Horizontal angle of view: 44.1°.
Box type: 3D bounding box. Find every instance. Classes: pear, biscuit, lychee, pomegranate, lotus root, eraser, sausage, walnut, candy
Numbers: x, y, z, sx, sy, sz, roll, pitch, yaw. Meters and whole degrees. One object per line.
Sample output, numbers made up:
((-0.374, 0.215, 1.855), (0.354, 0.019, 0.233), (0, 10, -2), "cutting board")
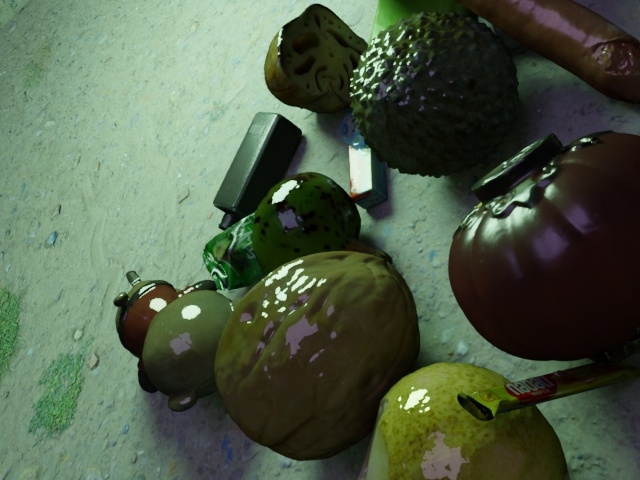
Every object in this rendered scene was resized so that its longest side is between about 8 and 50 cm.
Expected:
((0.157, 0.271, 0.922), (0.271, 0.271, 0.271), (-22, 53, 32), "pear")
((0.263, 0.163, 0.880), (0.048, 0.291, 0.026), (32, 117, 46), "biscuit")
((0.167, -0.222, 1.194), (0.255, 0.274, 0.255), (6, 100, 35), "lychee")
((0.000, 0.000, 1.288), (0.247, 0.202, 0.202), (24, 82, 17), "pomegranate")
((-0.023, -0.306, 1.477), (0.199, 0.188, 0.180), (-50, 10, -34), "lotus root")
((0.197, -0.411, 1.407), (0.210, 0.092, 0.274), (-9, 59, 39), "eraser")
((0.304, -0.333, 1.147), (0.419, 0.094, 0.094), (39, 138, 20), "sausage")
((0.003, 0.157, 1.118), (0.252, 0.277, 0.313), (38, 90, 15), "walnut")
((-0.117, 0.009, 1.449), (0.203, 0.078, 0.141), (-30, 56, -3), "candy")

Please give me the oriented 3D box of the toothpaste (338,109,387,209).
((0.073, -0.147, 1.393), (0.070, 0.044, 0.194), (-23, 52, 33), "toothpaste")

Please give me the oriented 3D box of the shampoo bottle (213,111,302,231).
((-0.128, -0.127, 1.536), (0.080, 0.079, 0.246), (15, 76, 47), "shampoo bottle")

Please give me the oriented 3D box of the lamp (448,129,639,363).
((0.297, 0.009, 0.925), (0.303, 0.257, 0.303), (-35, 3, 2), "lamp")

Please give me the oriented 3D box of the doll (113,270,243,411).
((-0.260, 0.161, 1.417), (0.330, 0.174, 0.235), (19, 69, 46), "doll")

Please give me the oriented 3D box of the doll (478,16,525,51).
((0.288, -0.445, 1.257), (0.150, 0.151, 0.287), (-8, 95, 39), "doll")
